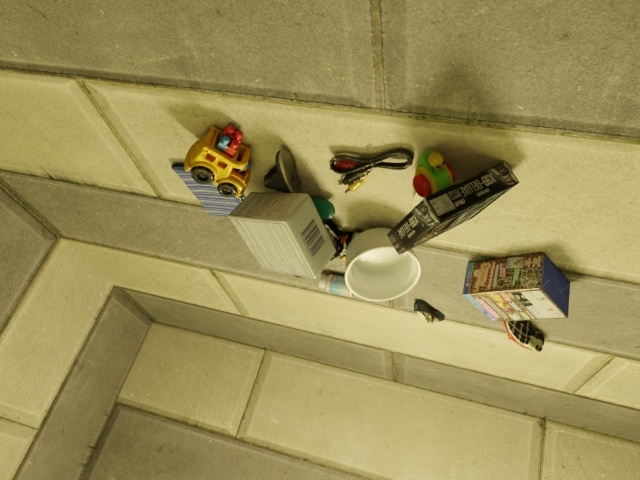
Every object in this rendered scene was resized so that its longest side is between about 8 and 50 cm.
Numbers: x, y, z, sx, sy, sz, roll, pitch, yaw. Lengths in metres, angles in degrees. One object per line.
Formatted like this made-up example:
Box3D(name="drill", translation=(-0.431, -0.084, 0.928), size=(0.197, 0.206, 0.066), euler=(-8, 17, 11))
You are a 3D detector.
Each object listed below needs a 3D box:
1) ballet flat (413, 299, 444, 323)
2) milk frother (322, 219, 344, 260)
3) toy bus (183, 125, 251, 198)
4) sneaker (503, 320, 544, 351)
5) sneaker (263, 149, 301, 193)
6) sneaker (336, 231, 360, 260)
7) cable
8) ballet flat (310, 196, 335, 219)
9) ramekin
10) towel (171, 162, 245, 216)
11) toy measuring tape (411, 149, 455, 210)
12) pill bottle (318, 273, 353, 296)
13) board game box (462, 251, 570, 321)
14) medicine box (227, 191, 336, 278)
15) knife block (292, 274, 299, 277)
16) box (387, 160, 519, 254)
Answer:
Box3D(name="ballet flat", translation=(0.500, 0.348, 2.374), size=(0.203, 0.074, 0.074), euler=(36, 148, -30))
Box3D(name="milk frother", translation=(0.000, 0.000, 1.954), size=(0.143, 0.129, 0.135), euler=(-27, 116, 37))
Box3D(name="toy bus", translation=(-0.300, -0.271, 1.672), size=(0.220, 0.150, 0.211), euler=(30, 135, -26))
Box3D(name="sneaker", translation=(0.866, 0.414, 2.241), size=(0.279, 0.107, 0.118), euler=(39, 156, -30))
Box3D(name="sneaker", translation=(-0.145, -0.222, 1.704), size=(0.118, 0.083, 0.222), euler=(11, 153, 15))
Box3D(name="sneaker", translation=(0.096, 0.017, 2.004), size=(0.083, 0.084, 0.215), euler=(28, 152, -6))
Box3D(name="cable", translation=(0.144, -0.238, 1.559), size=(0.287, 0.072, 0.139), euler=(-22, 116, 36))
Box3D(name="ballet flat", translation=(-0.049, -0.117, 1.865), size=(0.247, 0.083, 0.087), euler=(6, 175, 23))
Box3D(name="ramekin", translation=(0.221, 0.083, 1.887), size=(0.276, 0.135, 0.277), euler=(-2, 131, -3))
Box3D(name="towel", translation=(-0.408, -0.181, 1.992), size=(0.243, 0.040, 0.336), euler=(7, 151, 22))
Box3D(name="toy measuring tape", translation=(0.329, -0.140, 1.520), size=(0.121, 0.122, 0.330), euler=(13, 152, 10))
Box3D(name="pill bottle", translation=(0.078, 0.202, 2.347), size=(0.160, 0.087, 0.087), euler=(11, 152, 13))
Box3D(name="board game box", translation=(0.707, 0.176, 1.850), size=(0.290, 0.141, 0.232), euler=(-12, 140, 45))
Box3D(name="medicine box", translation=(-0.134, -0.024, 1.800), size=(0.289, 0.149, 0.264), euler=(7, 137, 40))
Box3D(name="knife block", translation=(-0.160, 0.071, 2.249), size=(0.275, 0.088, 0.242), euler=(17, 152, 1))
Box3D(name="box", translation=(0.365, -0.087, 1.434), size=(0.077, 0.307, 0.242), euler=(60, 153, 12))
